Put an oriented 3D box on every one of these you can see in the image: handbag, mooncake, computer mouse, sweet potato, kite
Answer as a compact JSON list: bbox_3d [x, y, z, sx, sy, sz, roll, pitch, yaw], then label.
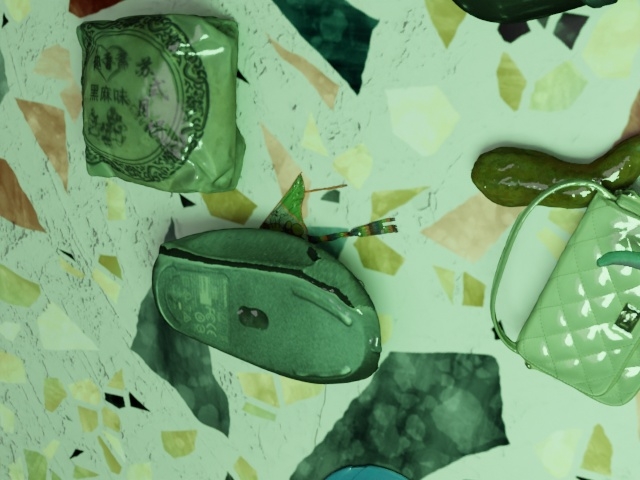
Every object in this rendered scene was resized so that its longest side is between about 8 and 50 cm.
[{"bbox_3d":[0.312,0.056,1.151,0.219,0.079,0.256,24,115,4],"label":"handbag"},{"bbox_3d":[-0.234,-0.193,1.399,0.254,0.136,0.250,7,102,28],"label":"mooncake"},{"bbox_3d":[-0.066,0.083,1.382,0.374,0.114,0.203,16,119,24],"label":"computer mouse"},{"bbox_3d":[0.288,-0.077,1.172,0.233,0.062,0.081,-3,101,28],"label":"sweet potato"},{"bbox_3d":[0.000,0.000,1.389,0.244,0.006,0.198,-4,101,31],"label":"kite"}]

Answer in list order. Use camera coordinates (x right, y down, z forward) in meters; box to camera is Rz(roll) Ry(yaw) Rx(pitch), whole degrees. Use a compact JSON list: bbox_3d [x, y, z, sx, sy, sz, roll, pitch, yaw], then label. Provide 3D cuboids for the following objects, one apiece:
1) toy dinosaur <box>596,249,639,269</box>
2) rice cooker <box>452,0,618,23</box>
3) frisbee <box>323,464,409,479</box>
[{"bbox_3d":[0.532,0.074,1.004,0.383,0.129,0.331,-29,90,12],"label":"toy dinosaur"},{"bbox_3d":[0.227,-0.353,1.021,0.224,0.267,0.267,-6,100,27],"label":"rice cooker"},{"bbox_3d":[0.081,0.446,1.440,0.242,0.045,0.242,9,109,28],"label":"frisbee"}]
